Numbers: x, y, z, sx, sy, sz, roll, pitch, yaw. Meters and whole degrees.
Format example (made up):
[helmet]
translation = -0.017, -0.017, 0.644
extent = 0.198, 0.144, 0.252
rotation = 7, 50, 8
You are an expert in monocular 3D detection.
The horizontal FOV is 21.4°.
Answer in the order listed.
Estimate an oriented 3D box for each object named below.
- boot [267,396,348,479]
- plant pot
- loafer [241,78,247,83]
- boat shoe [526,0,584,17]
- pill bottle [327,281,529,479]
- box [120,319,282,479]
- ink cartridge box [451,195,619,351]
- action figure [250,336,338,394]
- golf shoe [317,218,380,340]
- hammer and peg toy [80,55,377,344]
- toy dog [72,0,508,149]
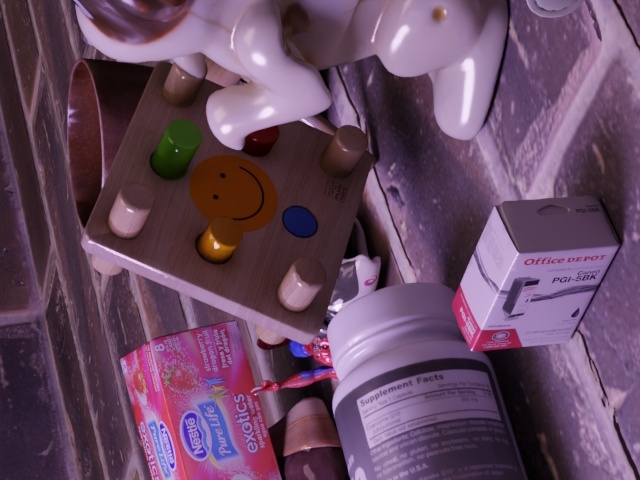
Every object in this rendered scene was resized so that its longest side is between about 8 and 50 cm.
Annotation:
[boot]
translation = -0.030, 0.331, 2.086
extent = 0.248, 0.090, 0.207
rotation = 123, 140, -54
[plant pot]
translation = -0.181, -0.123, 2.105
extent = 0.215, 0.230, 0.215
rotation = 176, 90, -72
[loafer]
translation = -0.095, -0.230, 2.156
extent = 0.267, 0.096, 0.084
rotation = -164, 64, -71
[boat shoe]
translation = 0.204, -0.293, 1.351
extent = 0.068, 0.081, 0.228
rotation = -122, 41, -57
[pill bottle]
translation = 0.103, 0.195, 1.595
extent = 0.161, 0.161, 0.283
rotation = 116, 144, -54
[box]
translation = -0.142, 0.240, 2.067
extent = 0.128, 0.122, 0.257
rotation = -32, 72, 62
[ink cartridge box]
translation = 0.181, 0.030, 1.438
extent = 0.135, 0.099, 0.056
rotation = 108, 151, -47
[action figure]
translation = -0.047, 0.119, 2.041
extent = 0.280, 0.139, 0.091
rotation = -168, 74, -67
[golf shoe]
translation = 0.000, 0.000, 1.966
extent = 0.273, 0.105, 0.120
rotation = 56, 129, 44
[hammer and peg toy]
translation = -0.070, -0.082, 1.756
extent = 0.127, 0.266, 0.361
rotation = 123, 169, -51
[toy dog]
translation = -0.044, -0.263, 1.549
extent = 0.395, 0.408, 0.284
rotation = 110, 148, -49
